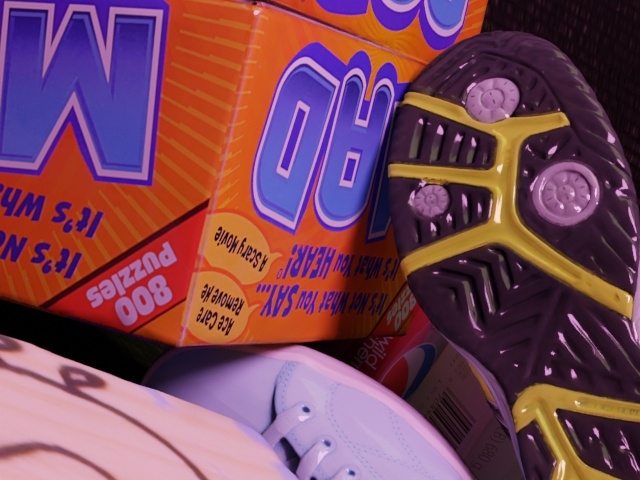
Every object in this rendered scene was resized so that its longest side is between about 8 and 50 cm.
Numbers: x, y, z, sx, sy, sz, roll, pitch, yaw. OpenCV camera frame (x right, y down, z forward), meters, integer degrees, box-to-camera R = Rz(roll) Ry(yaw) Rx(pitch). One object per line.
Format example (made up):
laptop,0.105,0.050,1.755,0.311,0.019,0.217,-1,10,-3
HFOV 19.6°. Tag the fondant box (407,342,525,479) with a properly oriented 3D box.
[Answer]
fondant box,0.215,0.167,1.276,0.330,0.238,0.096,27,12,-29

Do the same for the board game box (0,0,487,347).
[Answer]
board game box,-0.123,-0.152,1.128,0.356,0.356,0.356,14,3,21

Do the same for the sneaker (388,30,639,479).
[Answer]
sneaker,0.141,0.059,1.082,0.147,0.145,0.384,55,18,-69

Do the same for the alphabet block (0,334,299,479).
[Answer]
alphabet block,-0.102,0.152,0.556,0.197,0.193,0.192,24,12,-39

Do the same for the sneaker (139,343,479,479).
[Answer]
sneaker,0.033,0.172,1.005,0.366,0.135,0.150,36,6,16

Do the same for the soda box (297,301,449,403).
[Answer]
soda box,0.055,0.038,1.311,0.083,0.263,0.092,40,13,27
